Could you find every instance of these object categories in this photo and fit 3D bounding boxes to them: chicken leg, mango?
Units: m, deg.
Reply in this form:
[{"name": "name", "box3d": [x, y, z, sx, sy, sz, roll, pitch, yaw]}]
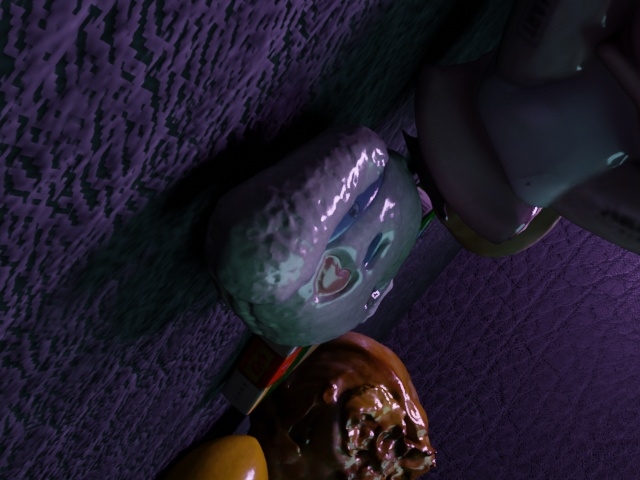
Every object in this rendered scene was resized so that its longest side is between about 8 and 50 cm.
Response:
[{"name": "chicken leg", "box3d": [-0.022, 0.289, 0.967, 0.182, 0.295, 0.409, -10, 156, -46]}, {"name": "mango", "box3d": [-0.150, 0.331, 0.870, 0.195, 0.142, 0.331, -46, 164, -47]}]

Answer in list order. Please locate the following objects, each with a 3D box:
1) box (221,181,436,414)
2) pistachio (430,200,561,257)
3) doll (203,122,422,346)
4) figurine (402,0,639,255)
[{"name": "box", "box3d": [0.018, 0.041, 0.754, 0.235, 0.034, 0.132, -38, 166, -48]}, {"name": "pistachio", "box3d": [0.155, -0.071, 0.694, 0.108, 0.126, 0.185, 5, 127, -39]}, {"name": "doll", "box3d": [0.000, 0.000, 0.405, 0.103, 0.071, 0.214, -57, 164, -2]}, {"name": "figurine", "box3d": [0.233, -0.139, 0.526, 0.361, 0.253, 0.211, -34, -153, -34]}]
